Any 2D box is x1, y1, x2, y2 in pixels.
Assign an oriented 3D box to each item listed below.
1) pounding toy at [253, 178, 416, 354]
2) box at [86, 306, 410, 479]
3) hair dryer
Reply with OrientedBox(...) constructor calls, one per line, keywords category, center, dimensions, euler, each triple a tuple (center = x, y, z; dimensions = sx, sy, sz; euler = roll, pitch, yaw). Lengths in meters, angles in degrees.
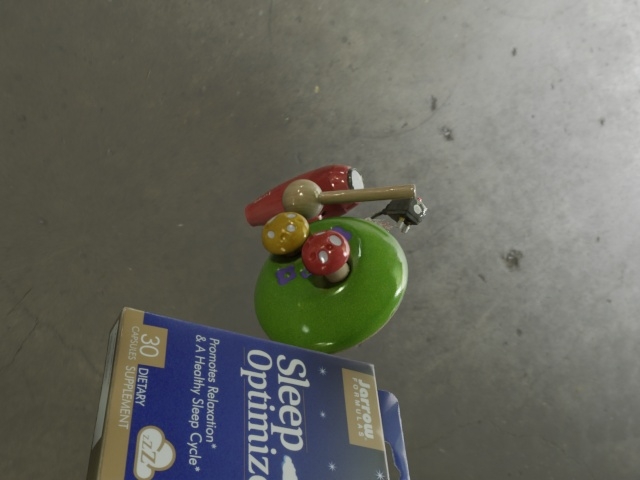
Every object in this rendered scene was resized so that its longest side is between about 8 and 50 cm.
OrientedBox(category="pounding toy", center=(0.000, 0.000, 0.774), dimensions=(0.110, 0.182, 0.237), euler=(61, 35, -44))
OrientedBox(category="box", center=(-0.028, 0.129, 0.447), dimensions=(0.225, 0.036, 0.136), euler=(18, 44, -24))
OrientedBox(category="hair dryer", center=(-0.018, -0.027, 0.982), dimensions=(0.223, 0.293, 0.080), euler=(-38, 120, -20))
